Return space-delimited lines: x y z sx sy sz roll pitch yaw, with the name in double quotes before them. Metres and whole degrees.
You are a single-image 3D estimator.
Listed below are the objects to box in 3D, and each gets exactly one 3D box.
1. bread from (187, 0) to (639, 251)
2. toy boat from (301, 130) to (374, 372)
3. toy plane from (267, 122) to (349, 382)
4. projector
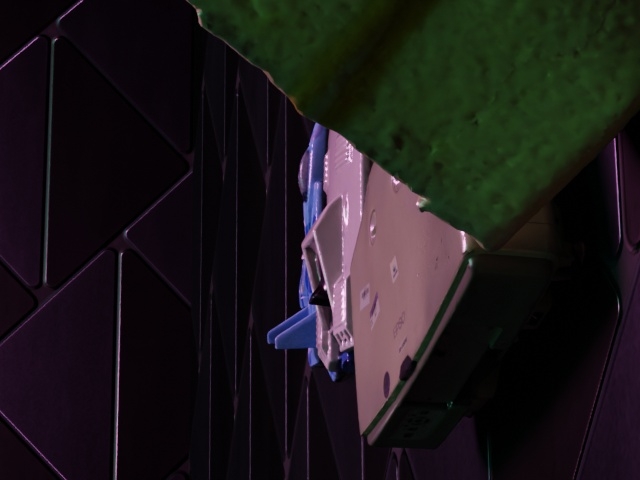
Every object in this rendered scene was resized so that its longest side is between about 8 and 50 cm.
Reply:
"bread" 0.066 -0.183 0.840 0.198 0.263 0.236 -43 17 29
"toy boat" 0.030 -0.040 1.341 0.129 0.088 0.295 129 142 -71
"toy plane" 0.008 0.000 1.489 0.169 0.078 0.246 -168 87 -78
"projector" 0.086 0.005 1.064 0.269 0.088 0.193 113 158 -57
